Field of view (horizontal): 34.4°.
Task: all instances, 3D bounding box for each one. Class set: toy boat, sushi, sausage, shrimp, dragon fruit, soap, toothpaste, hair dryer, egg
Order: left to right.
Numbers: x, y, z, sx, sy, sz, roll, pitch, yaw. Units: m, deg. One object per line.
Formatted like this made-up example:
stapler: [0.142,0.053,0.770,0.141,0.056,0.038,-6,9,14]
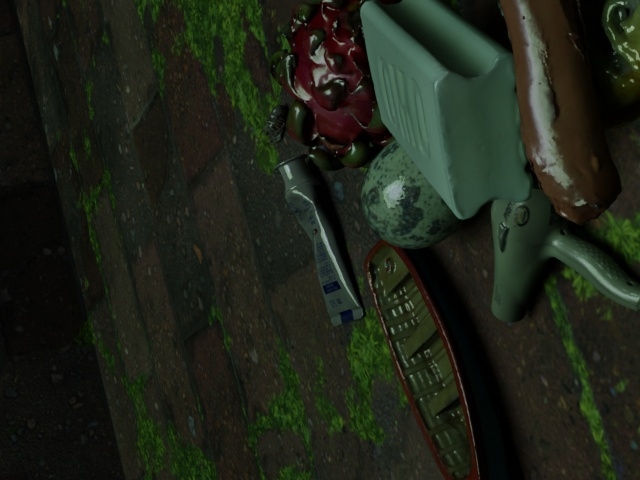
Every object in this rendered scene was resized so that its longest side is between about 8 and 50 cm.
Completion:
shrimp: [-0.074,-0.186,1.694,0.038,0.029,0.092,63,154,14]
toothpaste: [0.000,0.000,1.595,0.096,0.061,0.266,-27,81,60]
dragon fruit: [0.044,-0.193,1.301,0.198,0.218,0.273,-83,-8,-67]
egg: [0.123,-0.067,1.245,0.172,0.132,0.132,-53,50,33]
soap: [0.125,-0.152,1.079,0.265,0.087,0.160,-117,11,-59]
toy boat: [0.155,0.171,1.317,0.136,0.079,0.392,-55,50,51]
sausage: [0.186,-0.161,0.861,0.078,0.078,0.304,-6,100,62]
hair dryer: [0.254,0.040,1.118,0.225,0.088,0.219,53,152,17]
sushi: [0.267,-0.203,0.918,0.274,0.139,0.184,-30,75,58]
